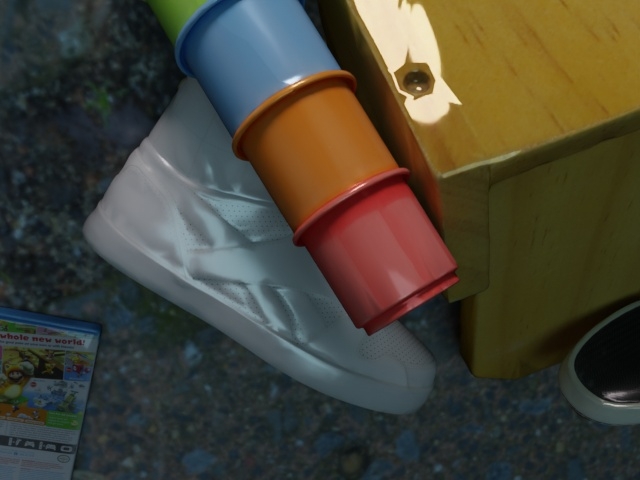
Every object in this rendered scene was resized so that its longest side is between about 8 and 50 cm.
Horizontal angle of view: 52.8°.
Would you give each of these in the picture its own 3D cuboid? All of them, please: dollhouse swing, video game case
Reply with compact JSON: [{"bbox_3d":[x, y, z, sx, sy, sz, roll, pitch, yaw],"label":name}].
[{"bbox_3d":[0.205,-0.103,0.498,0.347,0.305,0.315,-21,67,-3],"label":"dollhouse swing"},{"bbox_3d":[-0.250,0.134,0.513,0.119,0.015,0.166,13,104,-12],"label":"video game case"}]

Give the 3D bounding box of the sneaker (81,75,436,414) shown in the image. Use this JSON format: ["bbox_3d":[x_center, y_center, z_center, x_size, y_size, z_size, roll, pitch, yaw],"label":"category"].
[{"bbox_3d":[0.000,0.000,0.468,0.293,0.108,0.169,32,102,-16],"label":"sneaker"}]

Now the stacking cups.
[{"bbox_3d":[-0.034,-0.093,0.372,0.096,0.096,0.316,-29,82,0],"label":"stacking cups"}]

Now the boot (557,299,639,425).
[{"bbox_3d":[0.299,0.117,0.537,0.245,0.088,0.176,-18,141,-12],"label":"boot"}]
